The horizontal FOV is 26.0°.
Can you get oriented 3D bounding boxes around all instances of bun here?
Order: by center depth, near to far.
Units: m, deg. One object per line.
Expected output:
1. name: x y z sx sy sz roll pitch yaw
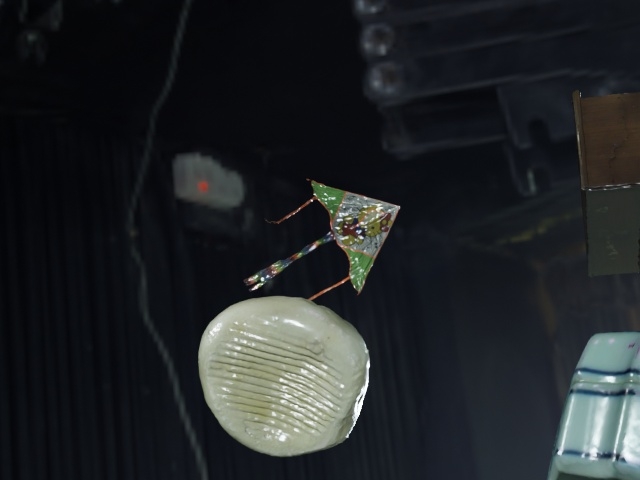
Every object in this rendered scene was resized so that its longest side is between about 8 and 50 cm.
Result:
1. bun: -0.045 0.166 1.793 0.231 0.231 0.133 -11 16 12

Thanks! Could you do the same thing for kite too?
1. kite: 0.000 0.000 1.952 0.244 0.198 0.006 -26 -25 -3

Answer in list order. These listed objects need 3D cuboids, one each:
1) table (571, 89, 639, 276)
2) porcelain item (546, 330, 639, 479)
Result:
1. table: 0.548 -0.097 2.171 0.282 0.196 0.250 -5 -36 11
2. porcelain item: 0.364 0.203 1.311 0.282 0.157 0.286 15 -19 13
